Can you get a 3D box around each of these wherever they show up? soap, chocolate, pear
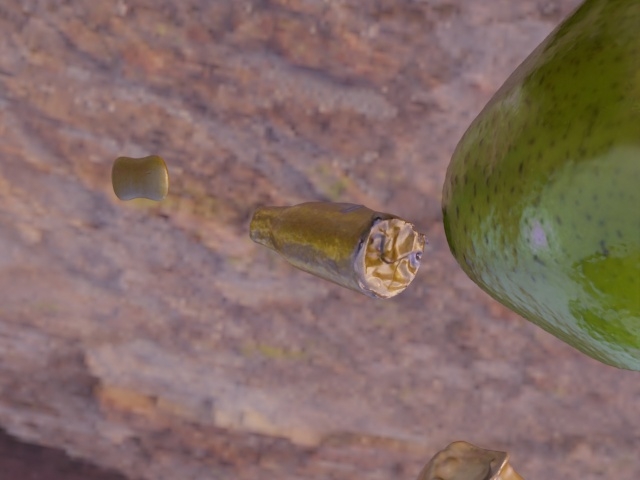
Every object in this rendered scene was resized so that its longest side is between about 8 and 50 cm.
[{"bbox_3d":[-0.132,-0.045,1.115,0.012,0.034,0.089,-8,-175,-32],"label":"soap"},{"bbox_3d":[0.000,0.000,1.441,0.085,0.086,0.219,24,173,-36],"label":"chocolate"},{"bbox_3d":[0.224,-0.061,1.142,0.238,0.342,0.318,48,140,-12],"label":"pear"}]

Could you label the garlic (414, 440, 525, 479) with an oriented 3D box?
[{"bbox_3d":[0.163,0.261,1.188,0.245,0.145,0.164,35,127,-10],"label":"garlic"}]
